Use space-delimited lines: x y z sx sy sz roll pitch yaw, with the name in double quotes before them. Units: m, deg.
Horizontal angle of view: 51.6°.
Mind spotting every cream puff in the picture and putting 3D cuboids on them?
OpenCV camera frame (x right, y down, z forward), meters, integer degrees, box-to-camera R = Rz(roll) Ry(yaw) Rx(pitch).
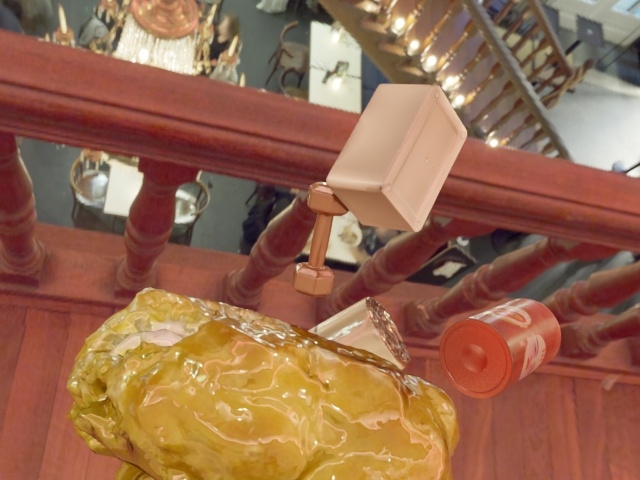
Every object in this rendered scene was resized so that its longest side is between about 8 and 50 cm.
"cream puff" -0.050 0.145 0.463 0.281 0.282 0.185 18 88 -13

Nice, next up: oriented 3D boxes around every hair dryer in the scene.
"hair dryer" 0.065 0.279 0.989 0.203 0.128 0.362 -31 55 13

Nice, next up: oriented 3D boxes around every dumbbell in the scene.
"dumbbell" 0.000 0.000 1.337 0.082 0.092 0.231 9 105 -7

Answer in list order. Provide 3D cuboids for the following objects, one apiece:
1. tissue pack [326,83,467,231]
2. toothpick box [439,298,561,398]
"tissue pack" 0.152 -0.159 1.265 0.159 0.136 0.246 46 66 -42
"toothpick box" 0.484 0.278 1.763 0.333 0.204 0.204 -9 71 -50
